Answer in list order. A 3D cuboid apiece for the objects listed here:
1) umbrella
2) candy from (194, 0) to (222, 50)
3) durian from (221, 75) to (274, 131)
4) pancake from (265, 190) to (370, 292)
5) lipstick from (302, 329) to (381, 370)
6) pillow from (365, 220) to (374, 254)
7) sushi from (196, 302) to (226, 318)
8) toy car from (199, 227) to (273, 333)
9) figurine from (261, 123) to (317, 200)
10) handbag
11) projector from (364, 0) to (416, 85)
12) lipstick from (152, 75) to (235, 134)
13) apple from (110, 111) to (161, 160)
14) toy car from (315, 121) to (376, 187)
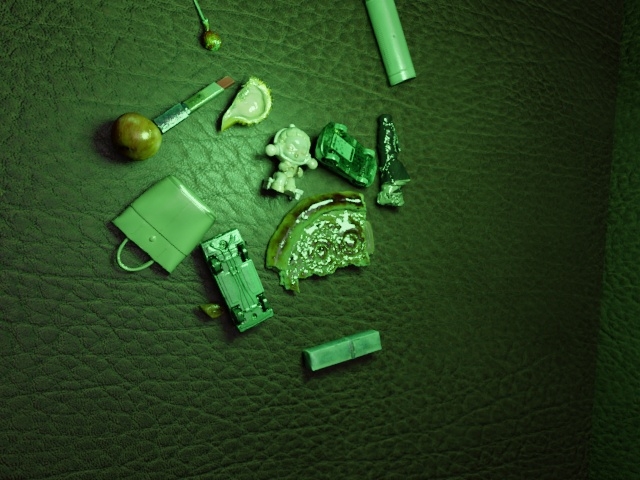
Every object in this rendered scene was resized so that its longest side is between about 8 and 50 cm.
[{"bbox_3d":[0.265,-0.303,1.897,0.113,0.106,0.358,-1,87,-46],"label":"umbrella"},{"bbox_3d":[-0.378,-0.710,1.627,0.060,0.060,0.201,-24,92,-25],"label":"candy"},{"bbox_3d":[-0.254,-0.437,1.667,0.224,0.078,0.140,-43,119,-10],"label":"durian"},{"bbox_3d":[-0.001,-0.006,1.761,0.426,0.067,0.305,-19,92,-17],"label":"pancake"},{"bbox_3d":[0.077,0.393,1.808,0.289,0.077,0.077,-10,94,-25],"label":"lipstick"},{"bbox_3d":[0.109,0.000,1.857,0.211,0.034,0.136,-7,87,-27],"label":"pillow"},{"bbox_3d":[-0.350,0.223,1.620,0.099,0.047,0.051,16,93,-42],"label":"sushi"},{"bbox_3d":[-0.269,0.129,1.630,0.141,0.097,0.321,-26,99,-25],"label":"toy car"},{"bbox_3d":[-0.100,-0.274,1.711,0.181,0.144,0.257,16,84,-4],"label":"figurine"},{"bbox_3d":[-0.496,-0.033,1.549,0.315,0.109,0.241,-46,107,-6],"label":"handbag"},{"bbox_3d":[0.265,-0.764,1.908,0.108,0.108,0.338,-23,99,-25],"label":"projector"},{"bbox_3d":[-0.398,-0.444,1.605,0.312,0.051,0.051,-42,105,-22],"label":"lipstick"},{"bbox_3d":[-0.547,-0.302,1.481,0.146,0.146,0.147,1,89,-26],"label":"apple"},{"bbox_3d":[0.081,-0.299,1.799,0.305,0.125,0.136,28,71,-46],"label":"toy car"}]
